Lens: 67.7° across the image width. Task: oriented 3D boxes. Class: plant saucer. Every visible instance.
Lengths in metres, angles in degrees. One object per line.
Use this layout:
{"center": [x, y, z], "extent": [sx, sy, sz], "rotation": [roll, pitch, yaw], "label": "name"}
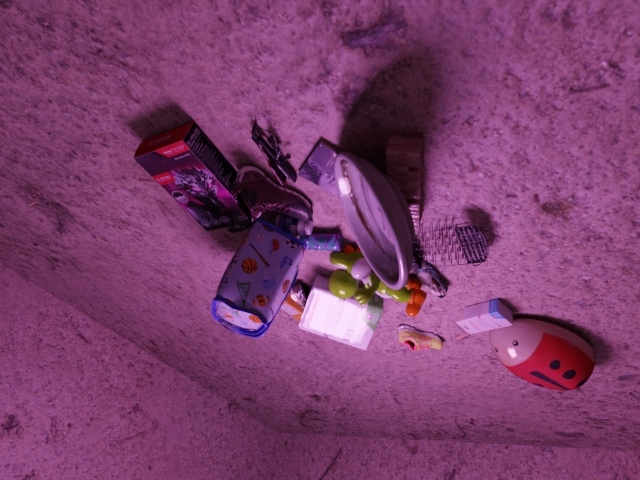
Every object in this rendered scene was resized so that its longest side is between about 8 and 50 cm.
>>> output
{"center": [0.162, -0.066, 1.296], "extent": [0.100, 0.401, 0.401], "rotation": [-24, 140, -8], "label": "plant saucer"}

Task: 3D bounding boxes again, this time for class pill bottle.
{"center": [-0.089, -0.052, 1.631], "extent": [0.120, 0.067, 0.067], "rotation": [8, 143, 12], "label": "pill bottle"}

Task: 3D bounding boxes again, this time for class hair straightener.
{"center": [-0.125, -0.259, 1.402], "extent": [0.088, 0.047, 0.231], "rotation": [-6, 134, 29], "label": "hair straightener"}

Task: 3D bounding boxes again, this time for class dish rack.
{"center": [0.388, 0.009, 1.519], "extent": [0.271, 0.074, 0.208], "rotation": [-8, 138, 28], "label": "dish rack"}

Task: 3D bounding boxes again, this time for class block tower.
{"center": [0.241, -0.150, 1.348], "extent": [0.097, 0.091, 0.336], "rotation": [7, 143, 14], "label": "block tower"}

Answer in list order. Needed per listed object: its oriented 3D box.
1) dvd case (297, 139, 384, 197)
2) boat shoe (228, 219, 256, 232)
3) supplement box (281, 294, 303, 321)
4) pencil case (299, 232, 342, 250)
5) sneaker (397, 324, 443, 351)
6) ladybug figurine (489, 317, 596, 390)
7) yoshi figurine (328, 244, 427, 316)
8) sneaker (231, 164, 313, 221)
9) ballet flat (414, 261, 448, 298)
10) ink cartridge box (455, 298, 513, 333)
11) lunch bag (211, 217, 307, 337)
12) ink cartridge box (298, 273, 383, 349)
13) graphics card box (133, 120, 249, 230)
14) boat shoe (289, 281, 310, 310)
{"center": [0.061, -0.194, 1.425], "extent": [0.221, 0.018, 0.164], "rotation": [26, 143, -13], "label": "dvd case"}
{"center": [-0.283, -0.054, 1.731], "extent": [0.125, 0.038, 0.046], "rotation": [-5, 139, 28], "label": "boat shoe"}
{"center": [-0.085, 0.300, 2.086], "extent": [0.080, 0.078, 0.233], "rotation": [-18, 131, 42], "label": "supplement box"}
{"center": [0.000, 0.000, 1.665], "extent": [0.151, 0.065, 0.070], "rotation": [3, 134, 18], "label": "pencil case"}
{"center": [0.425, 0.440, 2.050], "extent": [0.208, 0.094, 0.082], "rotation": [17, 143, -3], "label": "sneaker"}
{"center": [0.856, 0.452, 1.832], "extent": [0.448, 0.162, 0.305], "rotation": [25, 143, -11], "label": "ladybug figurine"}
{"center": [0.180, 0.165, 1.709], "extent": [0.361, 0.203, 0.204], "rotation": [25, 150, -5], "label": "yoshi figurine"}
{"center": [-0.162, -0.102, 1.512], "extent": [0.281, 0.163, 0.106], "rotation": [31, 142, -17], "label": "sneaker"}
{"center": [0.393, 0.145, 1.699], "extent": [0.188, 0.070, 0.070], "rotation": [38, 139, -26], "label": "ballet flat"}
{"center": [0.615, 0.289, 1.800], "extent": [0.104, 0.062, 0.181], "rotation": [38, 139, -25], "label": "ink cartridge box"}
{"center": [-0.225, 0.155, 1.689], "extent": [0.238, 0.328, 0.385], "rotation": [30, 155, -6], "label": "lunch bag"}
{"center": [0.081, 0.281, 1.894], "extent": [0.288, 0.122, 0.211], "rotation": [19, 116, -2], "label": "ink cartridge box"}
{"center": [-0.389, -0.192, 1.547], "extent": [0.232, 0.094, 0.371], "rotation": [-9, 137, 31], "label": "graphics card box"}
{"center": [-0.041, 0.256, 2.006], "extent": [0.073, 0.080, 0.223], "rotation": [-31, 121, 26], "label": "boat shoe"}
